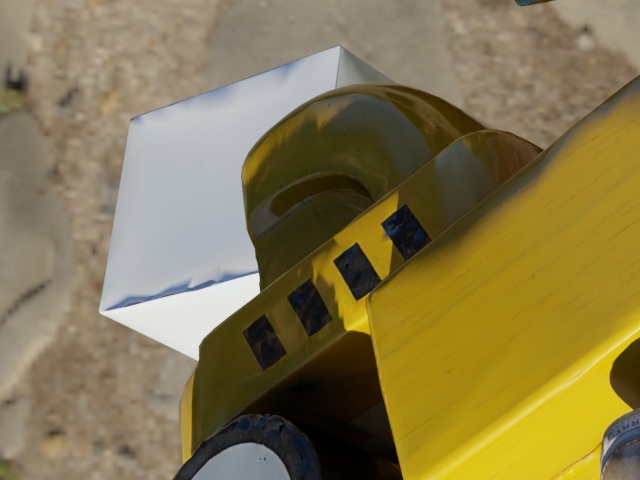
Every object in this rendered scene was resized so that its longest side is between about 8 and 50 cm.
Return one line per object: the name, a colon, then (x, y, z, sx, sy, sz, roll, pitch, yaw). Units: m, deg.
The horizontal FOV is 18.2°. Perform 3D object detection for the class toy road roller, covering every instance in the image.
toy road roller: (0.087, 0.027, 0.715, 0.329, 0.202, 0.240, -38, 43, 31)

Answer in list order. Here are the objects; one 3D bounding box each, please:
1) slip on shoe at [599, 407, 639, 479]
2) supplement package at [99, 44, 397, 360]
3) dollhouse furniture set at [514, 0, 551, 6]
slip on shoe: (0.125, 0.097, 0.559, 0.051, 0.135, 0.041, -26, 37, 25)
supplement package: (0.000, 0.000, 1.315, 0.194, 0.203, 0.149, -15, 59, 38)
dollhouse furniture set: (0.086, -0.231, 0.849, 0.197, 0.301, 0.151, 12, 75, 47)
